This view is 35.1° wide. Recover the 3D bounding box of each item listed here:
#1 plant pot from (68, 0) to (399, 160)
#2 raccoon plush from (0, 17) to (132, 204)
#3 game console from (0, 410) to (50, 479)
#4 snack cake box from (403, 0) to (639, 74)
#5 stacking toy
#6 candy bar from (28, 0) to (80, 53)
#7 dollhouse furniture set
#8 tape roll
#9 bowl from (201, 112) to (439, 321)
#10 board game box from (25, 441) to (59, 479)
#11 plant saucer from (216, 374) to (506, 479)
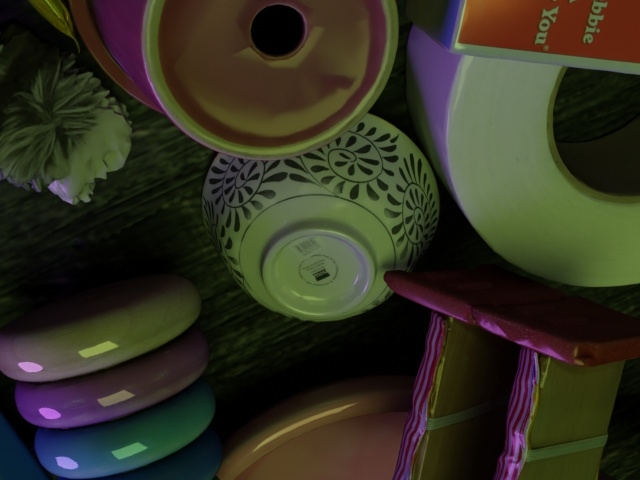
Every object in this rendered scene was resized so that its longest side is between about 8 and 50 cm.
[{"bbox_3d":[-0.042,-0.139,0.565,0.201,0.180,0.201,-6,120,-10],"label":"plant pot"},{"bbox_3d":[-0.356,-0.122,0.541,0.216,0.299,0.446,-55,150,2],"label":"raccoon plush"},{"bbox_3d":[-0.327,0.232,0.741,0.250,0.173,0.293,-37,104,-24],"label":"game console"},{"bbox_3d":[0.148,-0.223,0.508,0.152,0.089,0.264,3,115,-15],"label":"snack cake box"},{"bbox_3d":[-0.109,0.196,0.700,0.141,0.141,0.330,-16,99,-5],"label":"stacking toy"},{"bbox_3d":[-0.191,-0.178,0.587,0.018,0.040,0.161,-35,121,6],"label":"candy bar"},{"bbox_3d":[0.207,0.133,0.751,0.374,0.152,0.201,1,105,-44],"label":"dollhouse furniture set"},{"bbox_3d":[0.206,-0.111,0.691,0.286,0.100,0.286,-6,120,-11],"label":"tape roll"},{"bbox_3d":[0.000,0.000,0.692,0.170,0.080,0.170,0,125,0],"label":"bowl"},{"bbox_3d":[-0.189,0.224,0.776,0.103,0.026,0.154,-20,106,26],"label":"board game box"},{"bbox_3d":[0.031,0.240,0.857,0.332,0.084,0.332,-7,120,-11],"label":"plant saucer"}]
